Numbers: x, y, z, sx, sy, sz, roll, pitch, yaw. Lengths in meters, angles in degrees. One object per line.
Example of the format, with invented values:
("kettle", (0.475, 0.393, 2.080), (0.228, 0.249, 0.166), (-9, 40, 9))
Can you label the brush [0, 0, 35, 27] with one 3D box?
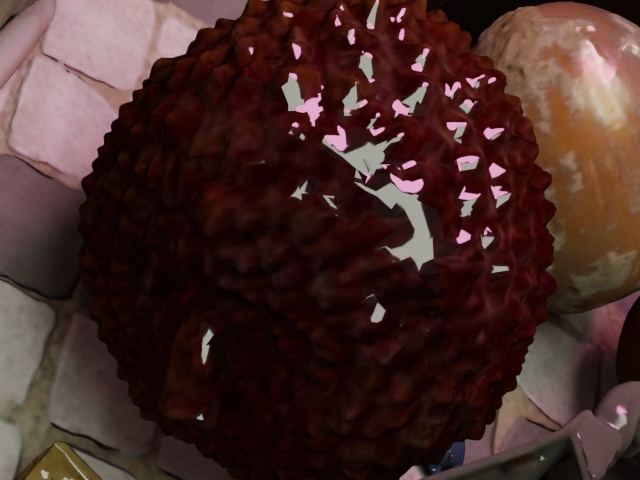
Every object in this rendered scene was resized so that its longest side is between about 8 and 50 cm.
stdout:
("brush", (-0.182, -0.263, 1.249), (0.174, 0.166, 0.266), (46, 58, -1))

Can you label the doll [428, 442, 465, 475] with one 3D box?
("doll", (0.080, 0.109, 1.357), (0.037, 0.027, 0.125), (4, 70, -32))

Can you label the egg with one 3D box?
("egg", (0.175, -0.059, 1.370), (0.203, 0.203, 0.245), (-57, 148, -37))

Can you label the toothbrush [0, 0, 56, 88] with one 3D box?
("toothbrush", (-0.247, -0.063, 1.214), (0.025, 0.029, 0.307), (36, 53, -5))

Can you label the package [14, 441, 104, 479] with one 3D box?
("package", (-0.174, 0.188, 1.138), (0.071, 0.047, 0.131), (45, 53, -11))

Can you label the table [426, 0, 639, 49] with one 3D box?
("table", (0.170, -0.225, 1.460), (0.172, 0.193, 0.169), (17, 60, -27))

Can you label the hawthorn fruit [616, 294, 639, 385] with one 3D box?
("hawthorn fruit", (0.313, 0.089, 1.364), (0.248, 0.208, 0.208), (33, 38, -73))

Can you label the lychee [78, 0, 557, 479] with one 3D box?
("lychee", (0.000, 0.000, 1.185), (0.306, 0.306, 0.330), (49, 47, -5))

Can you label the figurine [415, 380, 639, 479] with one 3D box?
("figurine", (0.126, 0.241, 1.197), (0.342, 0.285, 0.167), (-44, 64, -3))
